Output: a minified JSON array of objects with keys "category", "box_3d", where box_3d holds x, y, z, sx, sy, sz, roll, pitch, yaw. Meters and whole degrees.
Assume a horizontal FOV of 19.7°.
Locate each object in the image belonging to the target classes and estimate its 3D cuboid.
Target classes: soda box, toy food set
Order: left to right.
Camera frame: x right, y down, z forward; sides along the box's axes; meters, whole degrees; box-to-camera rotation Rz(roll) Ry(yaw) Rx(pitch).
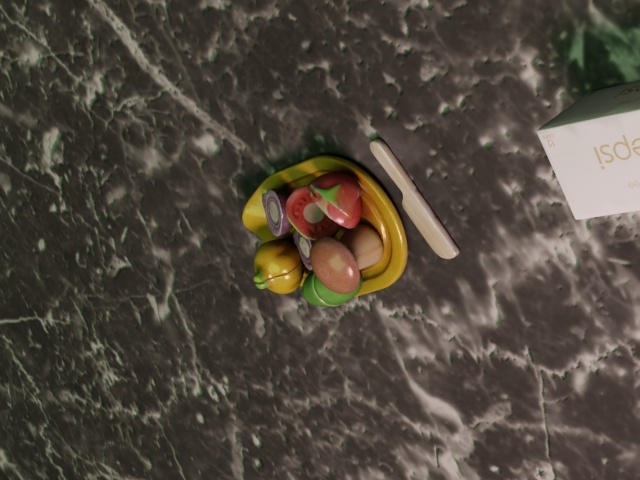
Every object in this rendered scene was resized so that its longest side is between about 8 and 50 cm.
[{"category":"toy food set","box_3d":[0.000,0.000,1.540,0.218,0.071,0.128,-21,102,53]},{"category":"soda box","box_3d":[0.249,-0.071,1.207,0.216,0.069,0.074,-10,111,51]}]
